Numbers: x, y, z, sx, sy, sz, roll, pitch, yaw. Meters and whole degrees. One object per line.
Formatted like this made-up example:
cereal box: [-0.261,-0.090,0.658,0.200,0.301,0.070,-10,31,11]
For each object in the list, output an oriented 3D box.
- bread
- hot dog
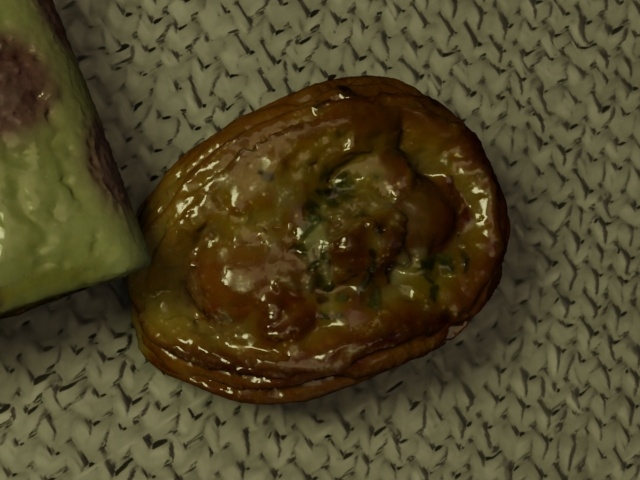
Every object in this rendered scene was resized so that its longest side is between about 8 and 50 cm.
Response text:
bread: [-0.248,-0.108,1.058,0.187,0.155,0.338,-18,86,-24]
hot dog: [0.000,0.000,1.152,0.272,0.122,0.196,-22,88,-24]
